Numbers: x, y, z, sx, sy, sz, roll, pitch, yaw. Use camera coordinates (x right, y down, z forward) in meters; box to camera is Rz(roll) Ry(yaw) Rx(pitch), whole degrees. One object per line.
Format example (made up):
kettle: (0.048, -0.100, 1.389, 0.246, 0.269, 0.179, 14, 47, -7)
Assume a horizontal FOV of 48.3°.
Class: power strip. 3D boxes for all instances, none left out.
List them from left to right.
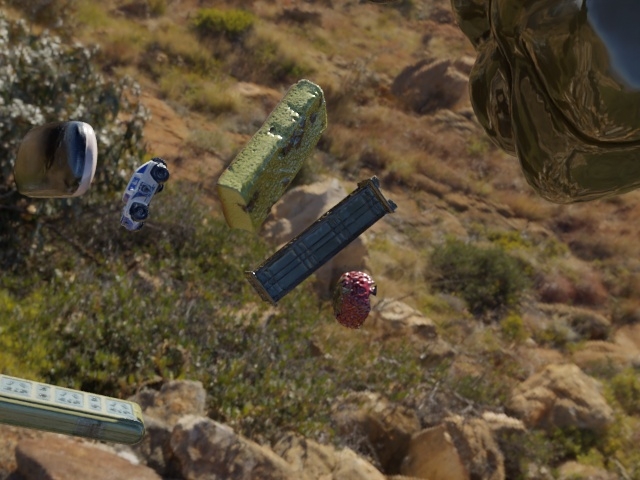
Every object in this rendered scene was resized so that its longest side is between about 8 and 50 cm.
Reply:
power strip: (-0.504, 0.293, 1.280, 0.387, 0.066, 0.092, 18, 12, -25)

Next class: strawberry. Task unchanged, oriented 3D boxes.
strawberry: (0.075, 0.142, 1.718, 0.086, 0.145, 0.145, 8, 40, -17)

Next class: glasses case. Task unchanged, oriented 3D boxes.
glasses case: (-0.453, -0.134, 1.208, 0.075, 0.122, 0.314, 10, -4, -38)

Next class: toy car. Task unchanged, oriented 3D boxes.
toy car: (-0.382, -0.104, 1.537, 0.070, 0.080, 0.171, 27, 64, -12)

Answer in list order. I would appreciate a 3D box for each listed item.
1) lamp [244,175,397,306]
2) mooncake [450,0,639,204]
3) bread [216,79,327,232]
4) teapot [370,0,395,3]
lamp: (0.000, 0.000, 1.442, 0.325, 0.089, 0.090, -38, 97, -13)
mooncake: (0.321, -0.282, 0.829, 0.262, 0.467, 0.467, -14, 44, 0)
bread: (-0.092, -0.188, 1.530, 0.077, 0.138, 0.361, 18, 56, 22)
teapot: (0.029, -0.306, 0.669, 0.177, 0.096, 0.087, 68, 25, -8)
